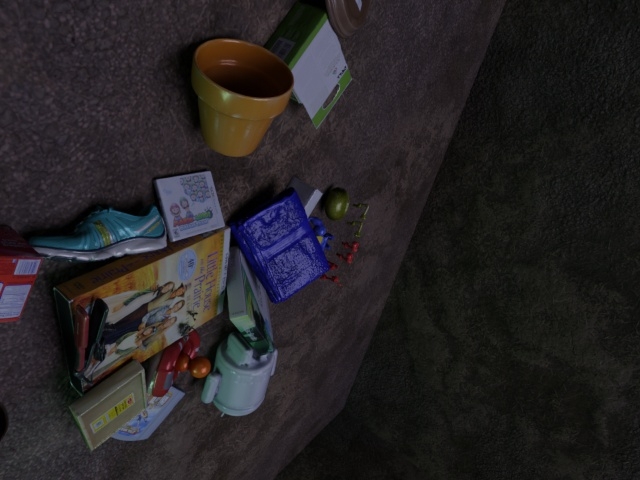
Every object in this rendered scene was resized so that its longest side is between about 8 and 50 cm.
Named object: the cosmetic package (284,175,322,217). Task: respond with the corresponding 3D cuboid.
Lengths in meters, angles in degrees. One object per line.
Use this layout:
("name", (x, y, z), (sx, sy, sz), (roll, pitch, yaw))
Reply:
("cosmetic package", (-0.100, -0.075, 1.459), (0.239, 0.099, 0.060), (-58, 154, 1))

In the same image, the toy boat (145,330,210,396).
("toy boat", (-0.381, 0.340, 1.283), (0.231, 0.151, 0.150), (-85, -168, -76))

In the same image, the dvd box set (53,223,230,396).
("dvd box set", (-0.400, 0.150, 1.109), (0.420, 0.062, 0.307), (-30, 143, -47))

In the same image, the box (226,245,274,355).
("box", (-0.217, 0.193, 1.414), (0.059, 0.232, 0.322), (-15, 148, 2))

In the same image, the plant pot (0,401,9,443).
("plant pot", (-0.694, 0.399, 0.857), (0.167, 0.167, 0.165), (-13, 138, -56))

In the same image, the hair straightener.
("hair straightener", (-0.455, 0.210, 0.942), (0.089, 0.047, 0.230), (-24, 139, -51))

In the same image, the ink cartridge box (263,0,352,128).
("ink cartridge box", (-0.032, -0.438, 1.185), (0.188, 0.097, 0.255), (-56, 156, -6))

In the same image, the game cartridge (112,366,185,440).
("game cartridge", (-0.534, 0.488, 1.351), (0.198, 0.062, 0.297), (-54, 155, -19))

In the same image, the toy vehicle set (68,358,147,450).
("toy vehicle set", (-0.512, 0.411, 1.133), (0.166, 0.035, 0.266), (-35, 159, -38))

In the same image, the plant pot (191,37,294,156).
("plant pot", (-0.180, -0.291, 0.988), (0.205, 0.205, 0.188), (-35, 162, -40))

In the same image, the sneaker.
("sneaker", (-0.447, -0.015, 0.929), (0.275, 0.107, 0.109), (-14, 99, -49))

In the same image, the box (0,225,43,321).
("box", (-0.587, 0.048, 0.685), (0.257, 0.123, 0.128), (6, 112, -62))

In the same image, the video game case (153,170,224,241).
("video game case", (-0.305, -0.084, 1.081), (0.157, 0.019, 0.143), (-22, 102, -50))

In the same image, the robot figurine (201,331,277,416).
("robot figurine", (-0.279, 0.472, 1.618), (0.300, 0.200, 0.353), (-11, 129, -39))

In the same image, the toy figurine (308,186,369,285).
("toy figurine", (0.000, 0.000, 1.633), (0.217, 0.191, 0.362), (-9, 125, -52))

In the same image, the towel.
("towel", (-0.110, 0.023, 1.375), (0.228, 0.076, 0.308), (-32, 119, -15))

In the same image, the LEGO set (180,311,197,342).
("LEGO set", (-0.348, 0.223, 1.198), (0.083, 0.024, 0.054), (-66, 161, -14))

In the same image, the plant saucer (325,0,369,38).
("plant saucer", (0.073, -0.639, 1.109), (0.278, 0.041, 0.277), (9, 90, -70))
